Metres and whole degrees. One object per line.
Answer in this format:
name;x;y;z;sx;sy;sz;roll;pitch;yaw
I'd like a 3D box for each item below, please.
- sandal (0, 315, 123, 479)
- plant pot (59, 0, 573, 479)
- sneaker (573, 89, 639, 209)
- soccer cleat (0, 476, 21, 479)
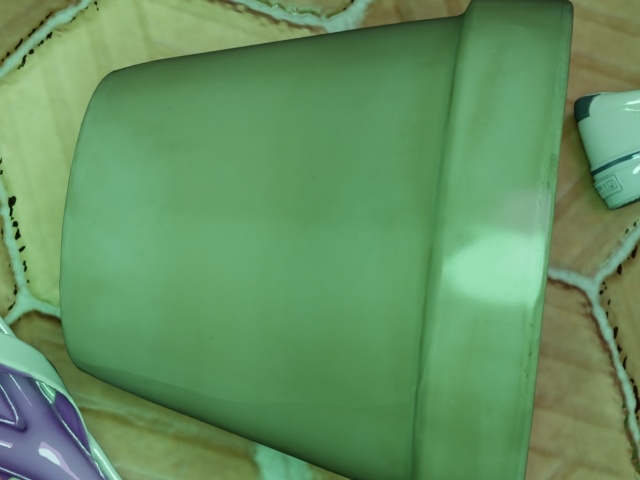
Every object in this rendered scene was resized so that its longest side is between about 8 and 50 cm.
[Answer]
sandal;-0.225;0.116;1.164;0.416;0.102;0.169;42;70;-4
plant pot;0.000;0.000;1.167;0.280;0.323;0.323;7;74;6
sneaker;0.300;-0.107;1.347;0.258;0.094;0.091;-21;86;-16
soccer cleat;-0.172;0.219;1.088;0.095;0.083;0.248;-40;102;-31
